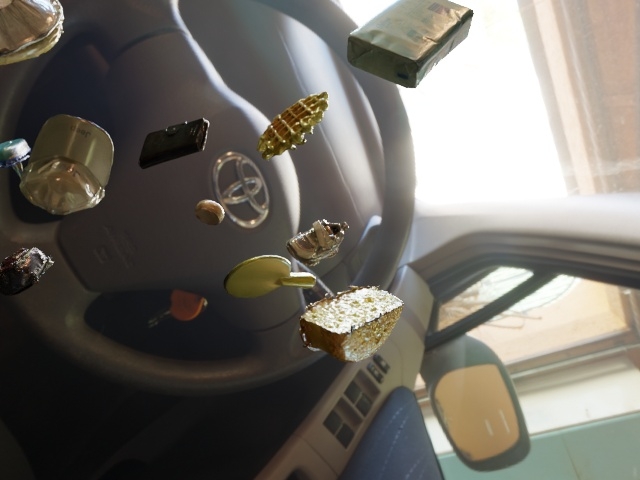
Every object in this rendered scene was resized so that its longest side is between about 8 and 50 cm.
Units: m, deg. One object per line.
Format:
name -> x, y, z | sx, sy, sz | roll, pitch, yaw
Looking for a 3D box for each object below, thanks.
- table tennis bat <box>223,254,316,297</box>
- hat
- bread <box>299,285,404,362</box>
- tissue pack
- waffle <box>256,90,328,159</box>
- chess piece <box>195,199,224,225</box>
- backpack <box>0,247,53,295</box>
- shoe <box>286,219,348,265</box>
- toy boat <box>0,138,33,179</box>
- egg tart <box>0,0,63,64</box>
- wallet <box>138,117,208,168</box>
table tennis bat -> -0.162, 0.129, 1.547 | 0.368, 0.224, 0.054 | 9, 44, -42
hat -> -0.696, -0.204, 1.216 | 0.214, 0.245, 0.149 | 15, 26, -22
bread -> 0.072, 0.212, 1.078 | 0.260, 0.160, 0.147 | -17, 118, -48
tissue pack -> 0.202, -0.452, 0.991 | 0.263, 0.177, 0.089 | -49, 158, -28
waffle -> -0.090, -0.354, 1.357 | 0.056, 0.261, 0.250 | 43, 52, -31
chess piece -> -0.321, -0.080, 1.290 | 0.084, 0.083, 0.038 | 55, 41, -44
backpack -> -0.905, 0.096, 1.330 | 0.106, 0.165, 0.120 | 56, 16, -33
shoe -> 0.000, 0.000, 1.133 | 0.180, 0.092, 0.089 | -12, 60, -48
toy boat -> -0.859, -0.218, 1.257 | 0.175, 0.091, 0.110 | -133, -151, -58
egg tart -> -0.621, -0.432, 0.851 | 0.094, 0.234, 0.234 | 90, -10, -60
wallet -> -0.595, -0.397, 1.800 | 0.045, 0.318, 0.172 | 43, 44, -54
